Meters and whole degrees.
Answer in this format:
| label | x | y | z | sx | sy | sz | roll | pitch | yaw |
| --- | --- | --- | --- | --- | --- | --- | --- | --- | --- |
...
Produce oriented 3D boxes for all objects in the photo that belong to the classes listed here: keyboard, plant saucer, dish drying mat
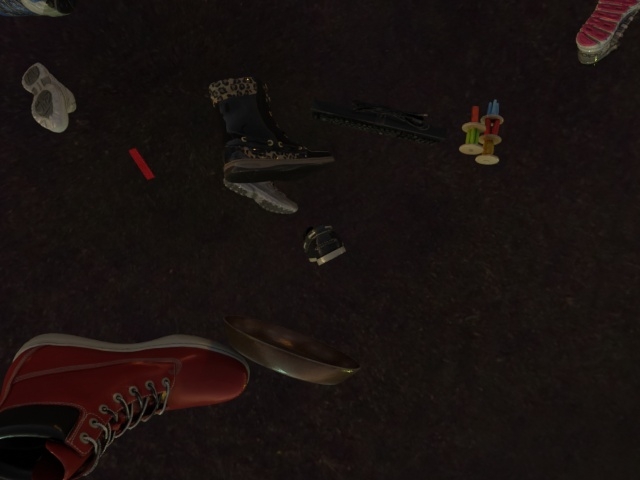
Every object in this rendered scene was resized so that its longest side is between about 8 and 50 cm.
| label | x | y | z | sx | sy | sz | roll | pitch | yaw |
| --- | --- | --- | --- | --- | --- | --- | --- | --- | --- |
| keyboard | 0.132 | -0.270 | 1.021 | 0.317 | 0.201 | 0.033 | 12 | 89 | -1 |
| plant saucer | -0.037 | 0.128 | 0.518 | 0.168 | 0.168 | 0.029 | 21 | 85 | -21 |
| dish drying mat | -0.442 | -0.190 | 1.110 | 0.032 | 0.008 | 0.083 | -9 | 121 | 35 |

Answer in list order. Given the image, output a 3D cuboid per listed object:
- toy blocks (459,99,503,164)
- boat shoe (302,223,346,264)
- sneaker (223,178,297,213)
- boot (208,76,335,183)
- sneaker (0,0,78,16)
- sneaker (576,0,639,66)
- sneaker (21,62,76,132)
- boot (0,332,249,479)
| label | x | y | z | sx | sy | sz | roll | pitch | yaw |
| --- | --- | --- | --- | --- | --- | --- | --- | --- | --- |
| toy blocks | 0.374 | -0.264 | 1.029 | 0.123 | 0.054 | 0.148 | 17 | 78 | -39 |
| boat shoe | 0.000 | 0.000 | 0.968 | 0.084 | 0.233 | 0.079 | -32 | 93 | -5 |
| sneaker | -0.189 | -0.186 | 1.561 | 0.281 | 0.105 | 0.115 | 30 | 70 | -26 |
| boot | -0.140 | -0.321 | 1.318 | 0.377 | 0.138 | 0.284 | -12 | 81 | -36 |
| sneaker | -0.218 | -0.213 | 0.350 | 0.058 | 0.135 | 0.052 | -11 | 133 | 7 |
| sneaker | 0.480 | -0.355 | 0.742 | 0.170 | 0.063 | 0.075 | -50 | 148 | -10 |
| sneaker | -0.677 | -0.358 | 1.158 | 0.090 | 0.232 | 0.115 | -36 | 154 | 11 |
| boot | -0.179 | 0.167 | 0.440 | 0.244 | 0.176 | 0.088 | 8 | 103 | -23 |
